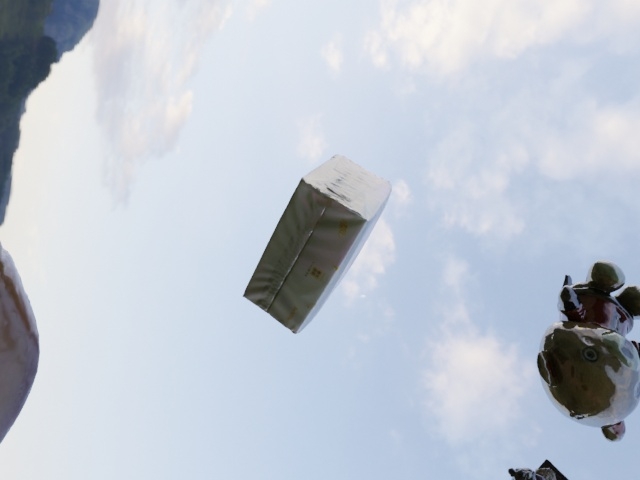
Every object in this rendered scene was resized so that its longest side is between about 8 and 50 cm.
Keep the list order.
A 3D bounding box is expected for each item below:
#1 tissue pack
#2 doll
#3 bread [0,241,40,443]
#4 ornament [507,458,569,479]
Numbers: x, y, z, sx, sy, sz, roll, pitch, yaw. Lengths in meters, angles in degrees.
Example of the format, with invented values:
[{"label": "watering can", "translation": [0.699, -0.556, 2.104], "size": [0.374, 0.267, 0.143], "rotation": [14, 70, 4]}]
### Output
[{"label": "tissue pack", "translation": [0.000, 0.000, 0.762], "size": [0.124, 0.185, 0.225], "rotation": [33, -61, 7]}, {"label": "doll", "translation": [0.517, 0.194, 0.927], "size": [0.174, 0.235, 0.330], "rotation": [-38, -168, 52]}, {"label": "bread", "translation": [-0.308, 0.055, 0.271], "size": [0.147, 0.269, 0.270], "rotation": [1, -96, 29]}, {"label": "ornament", "translation": [0.374, 0.428, 0.824], "size": [0.088, 0.203, 0.081], "rotation": [-50, -133, 2]}]
